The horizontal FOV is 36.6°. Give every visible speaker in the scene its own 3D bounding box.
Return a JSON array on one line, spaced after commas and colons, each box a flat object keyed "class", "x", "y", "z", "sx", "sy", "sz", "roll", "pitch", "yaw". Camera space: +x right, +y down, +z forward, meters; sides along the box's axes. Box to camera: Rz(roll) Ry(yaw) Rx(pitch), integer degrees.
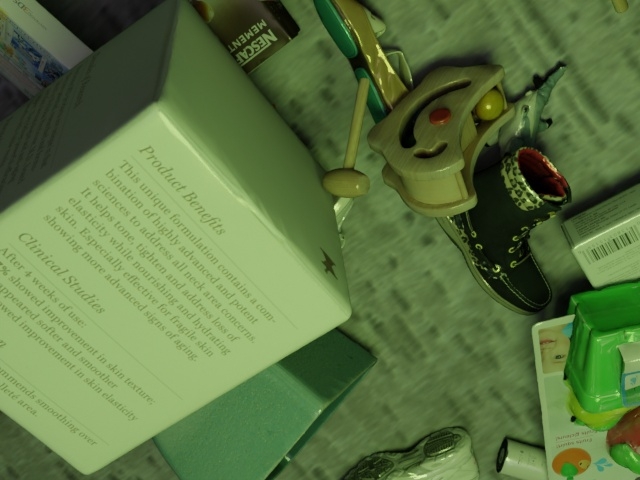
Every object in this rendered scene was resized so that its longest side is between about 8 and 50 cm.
[{"class": "speaker", "x": 0.342, "y": 0.347, "z": 1.477, "sx": 0.136, "sy": 0.055, "sz": 0.055, "roll": 15, "pitch": 110, "yaw": 0}]

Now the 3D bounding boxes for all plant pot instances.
[{"class": "plant pot", "x": -0.115, "y": 0.203, "z": 1.386, "sx": 0.252, "sy": 0.248, "sz": 0.247, "roll": 41, "pitch": 110, "yaw": 10}]

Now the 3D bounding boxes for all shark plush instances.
[{"class": "shark plush", "x": 0.284, "y": -0.165, "z": 1.318, "sx": 0.067, "sy": 0.073, "sz": 0.161, "roll": 21, "pitch": 93, "yaw": -24}]

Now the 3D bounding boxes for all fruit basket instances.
[{"class": "fruit basket", "x": 0.470, "y": 0.227, "z": 1.348, "sx": 0.327, "sy": 0.165, "sz": 0.353, "roll": -12, "pitch": 114, "yaw": 2}]

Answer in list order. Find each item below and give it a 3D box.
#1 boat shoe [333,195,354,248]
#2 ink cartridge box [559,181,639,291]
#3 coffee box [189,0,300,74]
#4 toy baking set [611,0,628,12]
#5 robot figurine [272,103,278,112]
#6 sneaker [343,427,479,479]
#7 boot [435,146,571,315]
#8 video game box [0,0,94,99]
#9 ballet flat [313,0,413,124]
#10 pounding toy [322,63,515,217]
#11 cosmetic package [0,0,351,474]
[{"class": "boat shoe", "x": 0.000, "y": 0.000, "z": 1.389, "sx": 0.063, "sy": 0.066, "sz": 0.184, "roll": 30, "pitch": 108, "yaw": -20}, {"class": "ink cartridge box", "x": 0.504, "y": 0.004, "z": 1.337, "sx": 0.275, "sy": 0.060, "sz": 0.239, "roll": -29, "pitch": 129, "yaw": 15}, {"class": "coffee box", "x": -0.166, "y": -0.257, "z": 1.293, "sx": 0.246, "sy": 0.098, "sz": 0.141, "roll": -33, "pitch": 103, "yaw": 17}, {"class": "toy baking set", "x": 0.394, "y": -0.410, "z": 1.177, "sx": 0.197, "sy": 0.030, "sz": 0.256, "roll": -42, "pitch": 122, "yaw": -2}, {"class": "robot figurine", "x": -0.150, "y": -0.058, "z": 1.368, "sx": 0.291, "sy": 0.085, "sz": 0.211, "roll": -31, "pitch": 108, "yaw": 15}, {"class": "sneaker", "x": 0.140, "y": 0.382, "z": 1.496, "sx": 0.232, "sy": 0.090, "sz": 0.115, "roll": -22, "pitch": 109, "yaw": 14}, {"class": "boot", "x": 0.272, "y": -0.009, "z": 1.299, "sx": 0.236, "sy": 0.085, "sz": 0.179, "roll": 50, "pitch": 144, "yaw": -8}, {"class": "video game box", "x": -0.399, "y": -0.265, "z": 1.278, "sx": 0.205, "sy": 0.187, "sz": 0.048, "roll": 42, "pitch": 68, "yaw": -6}, {"class": "ballet flat", "x": 0.067, "y": -0.252, "z": 1.295, "sx": 0.073, "sy": 0.080, "sz": 0.232, "roll": -32, "pitch": 108, "yaw": -13}, {"class": "pounding toy", "x": 0.136, "y": -0.138, "z": 1.206, "sx": 0.269, "sy": 0.154, "sz": 0.155, "roll": -46, "pitch": 134, "yaw": -21}, {"class": "cosmetic package", "x": -0.223, "y": -0.008, "z": 1.142, "sx": 0.394, "sy": 0.327, "sz": 0.329, "roll": -32, "pitch": 120, "yaw": 15}]
